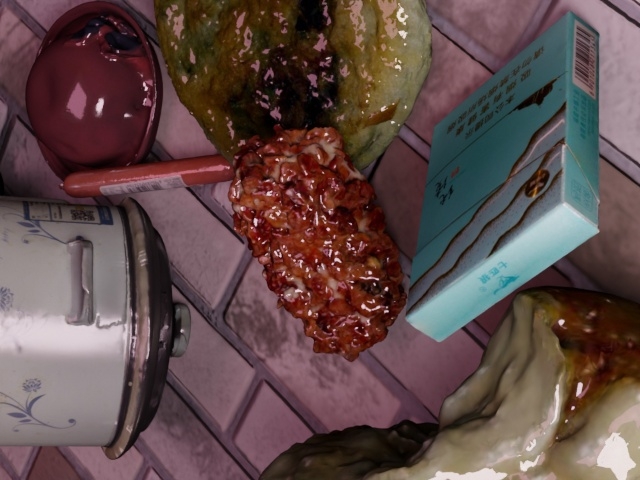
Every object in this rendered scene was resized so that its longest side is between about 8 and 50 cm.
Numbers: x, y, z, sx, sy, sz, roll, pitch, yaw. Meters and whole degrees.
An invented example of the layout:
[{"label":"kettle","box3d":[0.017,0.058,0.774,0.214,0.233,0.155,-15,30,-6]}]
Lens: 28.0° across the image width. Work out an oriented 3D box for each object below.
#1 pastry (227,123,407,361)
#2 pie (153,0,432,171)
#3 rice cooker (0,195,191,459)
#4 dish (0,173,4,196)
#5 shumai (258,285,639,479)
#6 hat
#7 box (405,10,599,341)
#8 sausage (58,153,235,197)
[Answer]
[{"label":"pastry","box3d":[0.001,0.000,1.116,0.115,0.097,0.209,-16,111,37]},{"label":"pie","box3d":[-0.032,-0.189,1.161,0.323,0.070,0.323,9,104,40]},{"label":"rice cooker","box3d":[-0.275,0.082,1.275,0.316,0.316,0.264,-31,53,40]},{"label":"dish","box3d":[-0.405,-0.008,1.440,0.133,0.273,0.273,12,108,2]},{"label":"shumai","box3d":[0.177,0.206,0.894,0.397,0.324,0.323,39,105,10]},{"label":"hat","box3d":[-0.252,-0.149,1.346,0.205,0.089,0.206,6,100,40]},{"label":"box","box3d":[0.138,-0.052,0.951,0.041,0.229,0.162,34,131,-19]},{"label":"sausage","box3d":[-0.173,-0.064,1.294,0.223,0.029,0.029,-5,93,25]}]
